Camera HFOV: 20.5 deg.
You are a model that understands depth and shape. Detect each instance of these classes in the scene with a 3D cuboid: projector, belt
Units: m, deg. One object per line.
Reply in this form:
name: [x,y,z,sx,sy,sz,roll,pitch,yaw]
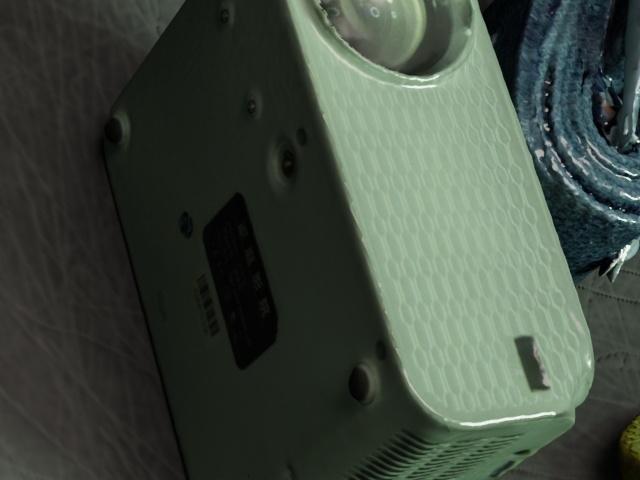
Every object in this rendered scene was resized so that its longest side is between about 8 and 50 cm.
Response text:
projector: [0.000,0.000,0.790,0.108,0.198,0.250,-2,66,-31]
belt: [0.146,-0.084,0.963,0.122,0.128,0.218,26,53,-14]

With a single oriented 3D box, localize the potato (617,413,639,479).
potato: [0.245,0.114,0.940,0.198,0.119,0.054,-19,114,-39]
